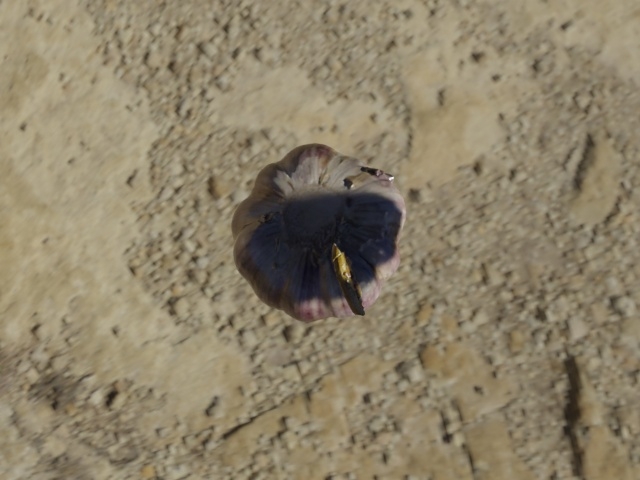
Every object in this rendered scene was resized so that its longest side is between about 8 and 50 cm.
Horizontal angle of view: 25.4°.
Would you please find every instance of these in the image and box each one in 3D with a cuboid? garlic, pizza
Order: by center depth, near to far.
[{"bbox_3d":[0.030,0.041,1.480,0.016,0.037,0.083,-17,102,15],"label":"pizza"},{"bbox_3d":[0.000,0.000,1.865,0.244,0.160,0.245,-3,61,6],"label":"garlic"}]
